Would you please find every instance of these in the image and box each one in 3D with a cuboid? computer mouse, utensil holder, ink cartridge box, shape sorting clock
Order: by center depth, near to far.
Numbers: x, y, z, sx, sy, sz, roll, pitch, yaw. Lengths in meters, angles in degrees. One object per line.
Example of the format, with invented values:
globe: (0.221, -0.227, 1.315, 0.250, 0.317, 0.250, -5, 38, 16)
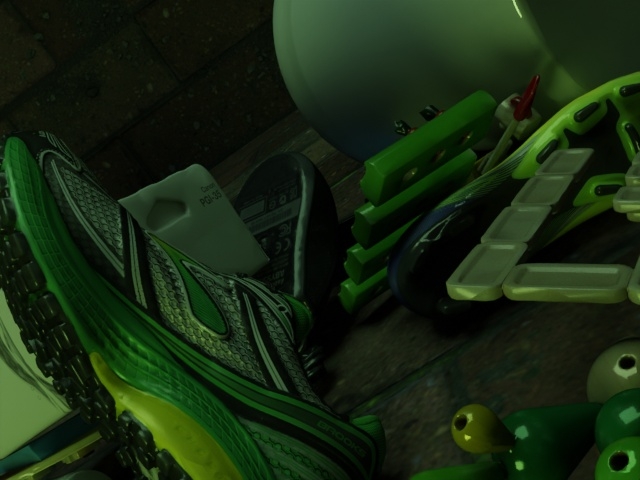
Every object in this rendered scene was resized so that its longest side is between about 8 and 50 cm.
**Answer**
ink cartridge box: (-0.212, 0.072, 0.772, 0.283, 0.117, 0.207, -34, 3, 28)
shape sorting clock: (-0.234, 0.190, 0.834, 0.206, 0.040, 0.206, -30, -1, -1)
computer mouse: (-0.040, 0.042, 0.838, 0.188, 0.072, 0.272, -19, 53, 40)
utensil holder: (0.178, -0.252, 0.889, 0.327, 0.327, 0.385, -42, 18, -23)

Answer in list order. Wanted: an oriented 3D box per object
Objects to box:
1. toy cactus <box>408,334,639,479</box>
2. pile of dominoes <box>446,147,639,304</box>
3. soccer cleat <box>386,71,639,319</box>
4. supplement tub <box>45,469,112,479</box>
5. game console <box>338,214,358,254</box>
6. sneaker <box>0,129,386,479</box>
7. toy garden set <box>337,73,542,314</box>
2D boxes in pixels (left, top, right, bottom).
toy cactus: (0.148, 0.083, 0.371, 0.219, 0.112, 0.180, -34, -5, 19)
pile of dominoes: (0.206, -0.007, 0.491, 0.196, 0.040, 0.251, 1, 23, 30)
soccer cleat: (0.174, -0.043, 0.682, 0.289, 0.093, 0.121, -35, 7, 1)
supplement tub: (-0.229, 0.243, 0.753, 0.107, 0.071, 0.071, -25, 18, 38)
game console: (0.000, 0.000, 0.993, 0.361, 0.044, 0.213, -26, 6, 22)
sneaker: (-0.100, 0.060, 0.567, 0.146, 0.343, 0.134, -34, -12, -32)
toy garden set: (0.100, -0.055, 0.725, 0.204, 0.049, 0.244, -33, -20, -19)
